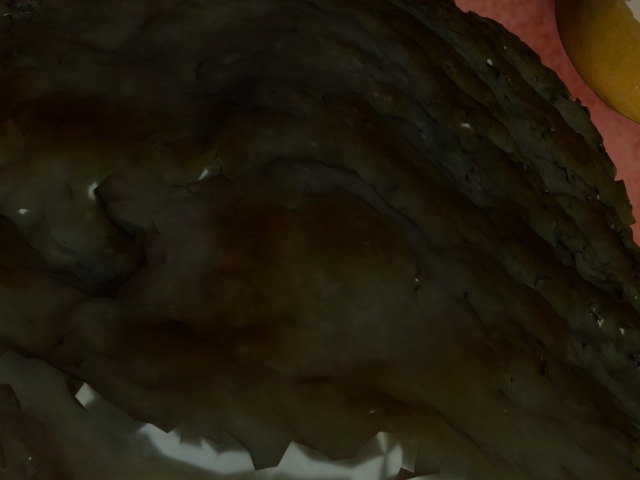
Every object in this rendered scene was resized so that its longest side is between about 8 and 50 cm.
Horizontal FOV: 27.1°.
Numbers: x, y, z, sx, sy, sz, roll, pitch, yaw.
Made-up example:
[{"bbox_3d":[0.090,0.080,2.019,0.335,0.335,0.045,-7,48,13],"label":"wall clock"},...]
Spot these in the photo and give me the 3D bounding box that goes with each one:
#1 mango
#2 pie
[{"bbox_3d":[0.240,-0.147,0.796,0.237,0.091,0.137,-23,109,-31],"label":"mango"},{"bbox_3d":[-0.003,0.009,0.491,0.395,0.418,0.180,14,114,-28],"label":"pie"}]
